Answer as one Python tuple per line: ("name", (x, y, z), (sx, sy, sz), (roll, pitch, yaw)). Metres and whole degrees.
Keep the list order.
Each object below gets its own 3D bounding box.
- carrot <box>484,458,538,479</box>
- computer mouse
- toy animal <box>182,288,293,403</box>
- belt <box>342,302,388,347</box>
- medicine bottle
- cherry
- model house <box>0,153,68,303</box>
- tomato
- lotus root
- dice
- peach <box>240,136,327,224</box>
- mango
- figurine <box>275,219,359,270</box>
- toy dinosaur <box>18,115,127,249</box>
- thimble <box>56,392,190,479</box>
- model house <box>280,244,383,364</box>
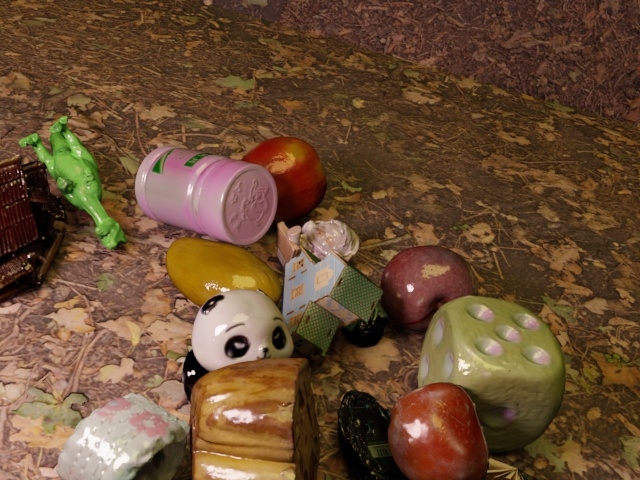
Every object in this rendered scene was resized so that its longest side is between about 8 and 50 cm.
("carrot", (0.348, 0.477, 1.606), (0.229, 0.069, 0.069), (23, 36, 13))
("computer mouse", (0.098, 0.412, 1.587), (0.147, 0.077, 0.241), (4, 46, -28))
("toy animal", (-0.164, 0.234, 1.586), (0.213, 0.266, 0.212), (14, 36, -10))
("belt", (0.110, 0.197, 1.906), (0.105, 0.058, 0.140), (20, 35, 3))
("medicine bottle", (-0.293, -0.120, 1.994), (0.325, 0.212, 0.212), (15, 29, 38))
("cherry", (0.269, 0.116, 1.944), (0.236, 0.212, 0.285), (15, 25, -15))
("model house", (-0.695, -0.061, 1.781), (0.297, 0.282, 0.317), (35, 41, 27))
("tomato", (0.210, 0.386, 1.517), (0.155, 0.181, 0.214), (3, 55, -41))
("lotus root", (-0.122, 0.370, 1.396), (0.250, 0.316, 0.316), (1, 36, -1))
("dice", (0.363, 0.290, 1.702), (0.255, 0.252, 0.249), (11, 36, -9))
("peach", (-0.121, -0.161, 2.171), (0.281, 0.238, 0.281), (-21, 14, 5))
("mango", (-0.242, 0.089, 1.871), (0.332, 0.142, 0.195), (19, 30, 20))
("figurine", (0.000, 0.003, 2.063), (0.237, 0.141, 0.162), (-5, 44, -26))
("toy dinosaur", (-0.614, -0.158, 2.101), (0.374, 0.144, 0.500), (54, -1, -8))
("thimble", (-0.340, 0.376, 1.379), (0.149, 0.185, 0.211), (30, 62, 23))
("model house", (0.032, 0.129, 1.793), (0.178, 0.206, 0.271), (38, 37, -30))
